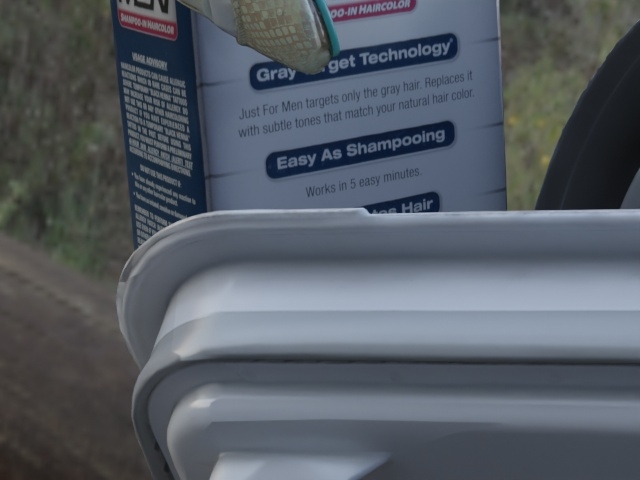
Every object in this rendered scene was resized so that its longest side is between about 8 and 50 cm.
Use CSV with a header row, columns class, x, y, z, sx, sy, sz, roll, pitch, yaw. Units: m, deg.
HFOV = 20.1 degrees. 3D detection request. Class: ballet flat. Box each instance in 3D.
class,x,y,z,sx,sy,sz,roll,pitch,yaw
ballet flat,-0.042,-0.114,0.680,0.052,0.057,0.168,-20,48,-5

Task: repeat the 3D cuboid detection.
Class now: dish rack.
class,x,y,z,sx,sy,sz,roll,pitch,yaw
dish rack,0.110,0.116,0.537,0.332,0.286,0.072,-1,41,20

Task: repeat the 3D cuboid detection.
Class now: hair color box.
class,x,y,z,sx,sy,sz,roll,pitch,yaw
hair color box,0.000,0.000,0.938,0.174,0.347,0.105,-12,18,-27

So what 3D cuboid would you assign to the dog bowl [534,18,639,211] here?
class,x,y,z,sx,sy,sz,roll,pitch,yaw
dog bowl,0.237,0.042,0.847,0.102,0.349,0.349,6,35,-32
